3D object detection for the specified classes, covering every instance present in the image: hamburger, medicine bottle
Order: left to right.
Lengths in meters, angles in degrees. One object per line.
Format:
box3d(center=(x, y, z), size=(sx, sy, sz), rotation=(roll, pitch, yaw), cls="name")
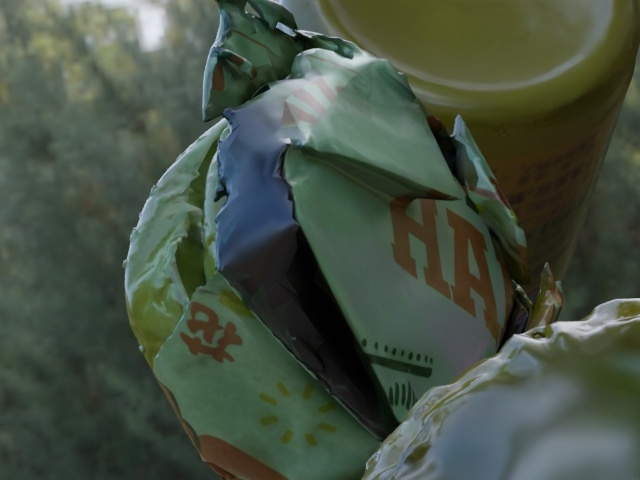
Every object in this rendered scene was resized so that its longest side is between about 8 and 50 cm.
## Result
box3d(center=(-0.001, -0.003, 0.860), size=(0.125, 0.235, 0.214), rotation=(-32, 18, 32), cls="hamburger")
box3d(center=(0.068, -0.042, 1.315), size=(0.224, 0.224, 0.384), rotation=(-10, -34, -13), cls="medicine bottle")

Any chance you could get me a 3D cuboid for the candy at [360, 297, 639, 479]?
box3d(center=(0.119, 0.147, 0.630), size=(0.260, 0.260, 0.118), rotation=(-11, -24, -7), cls="candy")
